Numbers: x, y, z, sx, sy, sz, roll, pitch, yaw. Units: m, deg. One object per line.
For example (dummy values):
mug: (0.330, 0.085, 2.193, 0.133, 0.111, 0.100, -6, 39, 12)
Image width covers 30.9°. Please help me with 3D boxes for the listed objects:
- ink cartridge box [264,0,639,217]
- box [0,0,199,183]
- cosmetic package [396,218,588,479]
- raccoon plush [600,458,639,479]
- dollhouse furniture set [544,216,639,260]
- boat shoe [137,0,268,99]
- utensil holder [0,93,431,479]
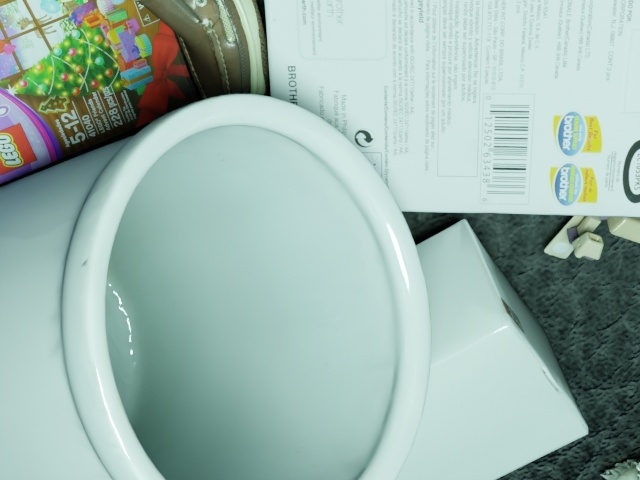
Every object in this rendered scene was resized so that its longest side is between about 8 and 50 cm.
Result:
ink cartridge box: (0.159, -0.165, 0.967, 0.395, 0.151, 0.270, 2, 121, 8)
box: (-0.242, -0.211, 0.961, 0.201, 0.057, 0.293, -24, 123, -10)
cosmetic package: (0.043, 0.173, 1.161, 0.385, 0.156, 0.217, -29, 133, 10)
raccoon plush: (0.517, 0.198, 1.262, 0.216, 0.299, 0.446, 46, 76, -9)
dollhouse furniture set: (0.285, 0.012, 1.159, 0.114, 0.091, 0.081, 17, 132, -17)
boat shoe: (-0.118, -0.210, 0.939, 0.095, 0.095, 0.257, -27, 116, -27)
utensil holder: (-0.158, 0.086, 0.944, 0.385, 0.327, 0.327, -13, 127, 45)
